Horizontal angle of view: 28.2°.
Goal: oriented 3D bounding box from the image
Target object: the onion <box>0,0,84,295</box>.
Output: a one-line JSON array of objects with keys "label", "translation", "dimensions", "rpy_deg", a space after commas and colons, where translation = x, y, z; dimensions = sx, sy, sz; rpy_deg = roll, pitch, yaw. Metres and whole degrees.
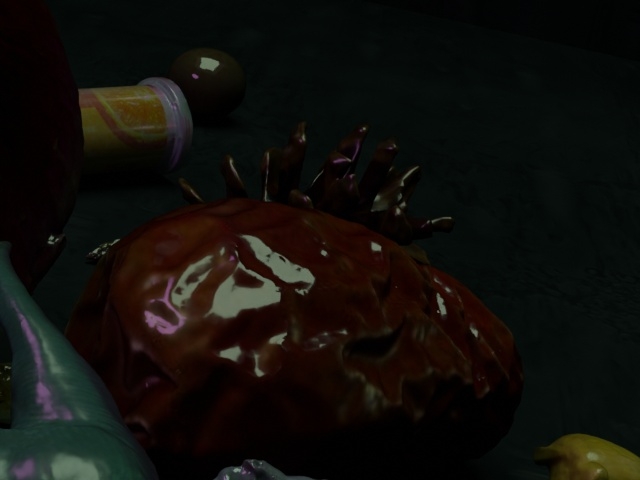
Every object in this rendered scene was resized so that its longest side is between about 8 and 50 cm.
[{"label": "onion", "translation": [-0.288, -0.097, 0.732], "dimensions": [0.347, 0.285, 0.348], "rpy_deg": [17, 55, -26]}]

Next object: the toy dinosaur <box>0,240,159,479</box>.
[{"label": "toy dinosaur", "translation": [-0.078, 0.173, 0.557], "dimensions": [0.330, 0.129, 0.383], "rpy_deg": [16, 48, 8]}]

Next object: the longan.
[{"label": "longan", "translation": [-0.147, -0.202, 1.641], "dimensions": [0.113, 0.092, 0.113], "rpy_deg": [1, 1, 0]}]

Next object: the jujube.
[{"label": "jujube", "translation": [-0.003, 0.083, 0.831], "dimensions": [0.342, 0.216, 0.216], "rpy_deg": [13, 14, -45]}]

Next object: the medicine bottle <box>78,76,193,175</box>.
[{"label": "medicine bottle", "translation": [-0.325, -0.098, 1.255], "dimensions": [0.426, 0.108, 0.108], "rpy_deg": [-10, 30, -43]}]

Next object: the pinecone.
[{"label": "pinecone", "translation": [0.002, -0.002, 1.056], "dimensions": [0.229, 0.201, 0.202], "rpy_deg": [33, 31, -42]}]

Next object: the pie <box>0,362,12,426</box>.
[{"label": "pie", "translation": [-0.209, 0.110, 0.884], "dimensions": [0.084, 0.021, 0.084], "rpy_deg": [15, 19, -5]}]

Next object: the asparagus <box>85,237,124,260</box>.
[{"label": "asparagus", "translation": [-0.113, 0.008, 1.208], "dimensions": [0.232, 0.023, 0.022], "rpy_deg": [-1, -20, -32]}]

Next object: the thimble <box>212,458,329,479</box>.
[{"label": "thimble", "translation": [-0.014, 0.193, 0.641], "dimensions": [0.151, 0.118, 0.127], "rpy_deg": [21, 24, 23]}]

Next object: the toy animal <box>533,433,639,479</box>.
[{"label": "toy animal", "translation": [0.229, 0.182, 0.879], "dimensions": [0.159, 0.070, 0.083], "rpy_deg": [18, -23, -20]}]
